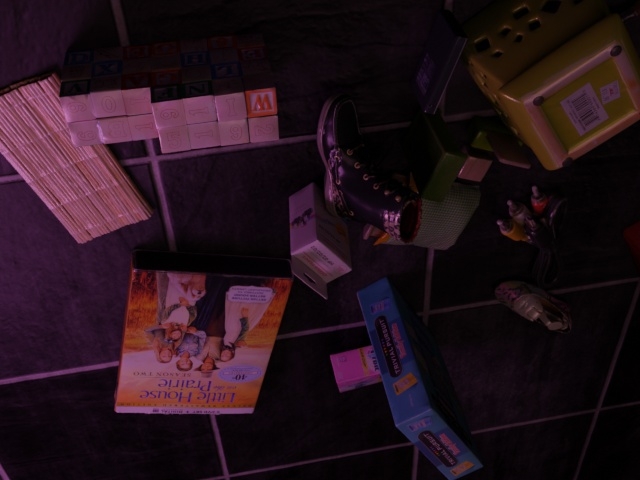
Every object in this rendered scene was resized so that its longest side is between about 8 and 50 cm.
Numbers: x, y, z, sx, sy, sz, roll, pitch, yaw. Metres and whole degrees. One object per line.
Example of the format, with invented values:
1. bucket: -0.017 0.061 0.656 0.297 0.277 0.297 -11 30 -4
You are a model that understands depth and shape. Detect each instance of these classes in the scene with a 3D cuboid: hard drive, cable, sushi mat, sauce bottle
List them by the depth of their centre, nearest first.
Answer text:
1. hard drive: 0.183 -0.281 1.218 0.022 0.094 0.135 7 130 -18
2. sauce bottle: 0.535 -0.385 1.246 0.128 0.042 0.042 -25 132 11
3. sushi mat: -0.416 -0.125 1.270 0.151 0.019 0.317 -21 133 7
4. cable: 0.449 -0.011 1.572 0.139 0.072 0.287 -42 142 1

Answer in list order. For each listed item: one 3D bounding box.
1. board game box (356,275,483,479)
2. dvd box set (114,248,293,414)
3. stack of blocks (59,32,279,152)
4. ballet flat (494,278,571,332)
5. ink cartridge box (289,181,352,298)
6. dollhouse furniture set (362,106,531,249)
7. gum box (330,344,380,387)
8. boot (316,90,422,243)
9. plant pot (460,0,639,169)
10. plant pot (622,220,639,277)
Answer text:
1. board game box: 0.194 0.273 1.555 0.079 0.336 0.254 -29 131 13
2. dvd box set: -0.247 0.200 1.571 0.307 0.062 0.421 5 130 -17
3. stack of blocks: -0.219 -0.212 1.134 0.297 0.171 0.087 -7 132 -6
4. ballet flat: 0.473 0.149 1.684 0.221 0.079 0.077 24 123 -30
5. ink cartridge box: 0.000 0.000 1.364 0.061 0.181 0.104 -29 132 25
6. dollhouse furniture set: 0.221 -0.062 1.385 0.197 0.151 0.302 9 129 -21
7. gum box: 0.083 0.277 1.670 0.107 0.062 0.188 -14 163 -1
8. boot: 0.085 -0.116 1.272 0.085 0.178 0.237 -31 133 -34
9. plant pot: 0.373 -0.259 1.208 0.227 0.207 0.228 -33 131 15
10. plant pot: 0.826 0.070 1.592 0.267 0.236 0.267 -29 131 12
